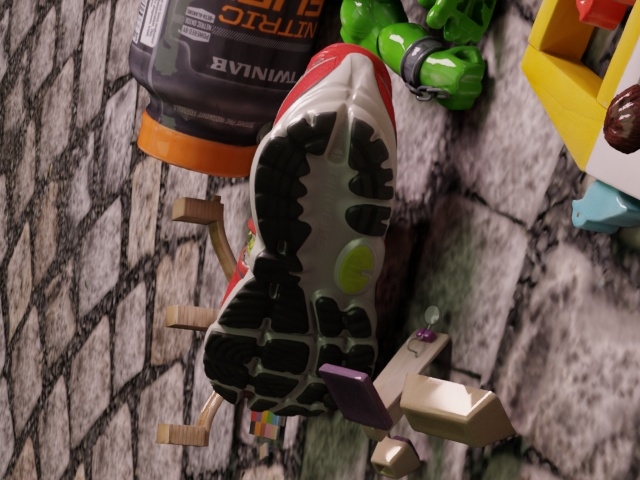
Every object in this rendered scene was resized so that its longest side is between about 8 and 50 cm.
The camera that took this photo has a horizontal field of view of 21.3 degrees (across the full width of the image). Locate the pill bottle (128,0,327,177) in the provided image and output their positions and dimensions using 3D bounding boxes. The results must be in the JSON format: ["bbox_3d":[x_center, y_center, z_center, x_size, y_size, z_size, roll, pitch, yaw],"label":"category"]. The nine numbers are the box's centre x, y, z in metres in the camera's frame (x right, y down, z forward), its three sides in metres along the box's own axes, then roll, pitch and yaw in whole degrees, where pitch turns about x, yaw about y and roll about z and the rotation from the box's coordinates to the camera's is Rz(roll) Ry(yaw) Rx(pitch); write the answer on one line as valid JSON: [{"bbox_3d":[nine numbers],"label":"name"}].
[{"bbox_3d":[-0.061,-0.171,1.216,0.130,0.130,0.245,-137,60,-62],"label":"pill bottle"}]

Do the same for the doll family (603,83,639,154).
[{"bbox_3d":[0.175,0.000,0.647,0.193,0.111,0.076,-132,55,-61],"label":"doll family"}]

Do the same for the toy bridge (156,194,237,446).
[{"bbox_3d":[-0.082,0.058,1.253,0.026,0.063,0.188,162,114,-63],"label":"toy bridge"}]

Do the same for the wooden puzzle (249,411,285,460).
[{"bbox_3d":[-0.035,0.113,1.200,0.049,0.006,0.083,177,102,-66],"label":"wooden puzzle"}]

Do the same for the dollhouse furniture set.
[{"bbox_3d":[0.079,0.086,0.955,0.114,0.091,0.081,10,47,45],"label":"dollhouse furniture set"}]

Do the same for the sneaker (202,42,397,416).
[{"bbox_3d":[0.000,0.000,1.059,0.118,0.107,0.279,-78,4,-48],"label":"sneaker"}]

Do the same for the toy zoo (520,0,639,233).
[{"bbox_3d":[0.177,-0.135,0.793,0.293,0.030,0.192,-70,26,21],"label":"toy zoo"}]

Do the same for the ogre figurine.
[{"bbox_3d":[0.051,-0.179,1.021,0.118,0.097,0.197,3,116,54],"label":"ogre figurine"}]
